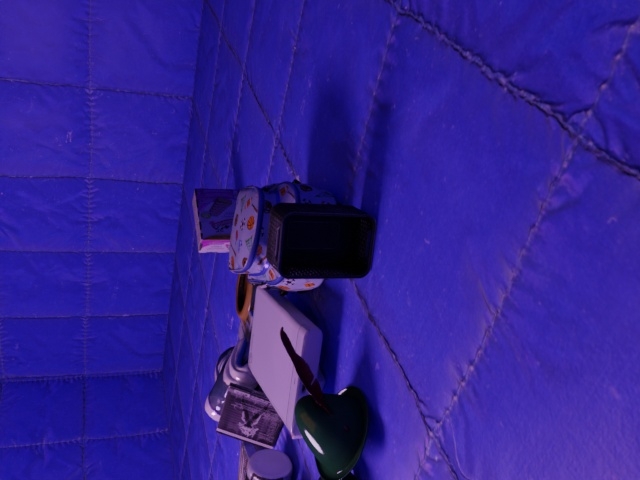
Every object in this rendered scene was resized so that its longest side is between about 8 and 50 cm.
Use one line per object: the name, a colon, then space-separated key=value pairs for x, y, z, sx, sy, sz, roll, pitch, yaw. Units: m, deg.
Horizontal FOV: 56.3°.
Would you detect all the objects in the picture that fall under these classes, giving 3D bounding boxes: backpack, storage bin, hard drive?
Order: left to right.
hard drive: x=-0.092 y=0.258 z=1.387 sx=0.353 sy=0.047 sz=0.233 roll=-151 pitch=66 yaw=-66
backpack: x=-0.074 y=-0.013 z=1.278 sx=0.263 sy=0.213 sz=0.277 roll=-1 pitch=85 yaw=58
storage bin: x=0.000 y=0.000 z=1.095 sx=0.084 sy=0.180 sz=0.122 roll=-145 pitch=58 yaw=-64

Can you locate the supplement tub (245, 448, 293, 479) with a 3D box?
supplement tub: x=-0.137 y=0.639 z=1.515 sx=0.117 sy=0.117 sz=0.190 roll=-131 pitch=46 yaw=-60

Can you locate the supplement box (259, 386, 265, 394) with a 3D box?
supplement box: x=-0.146 y=0.446 z=1.654 sx=0.062 sy=0.036 sz=0.098 roll=121 pitch=145 yaw=-53

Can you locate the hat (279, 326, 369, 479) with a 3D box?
hat: x=-0.033 y=0.318 z=1.104 sx=0.173 sy=0.183 sz=0.208 roll=-53 pitch=24 yaw=21

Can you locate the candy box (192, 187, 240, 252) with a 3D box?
candy box: x=-0.337 y=-0.069 z=1.999 sx=0.071 sy=0.159 sz=0.233 roll=113 pitch=149 yaw=-47

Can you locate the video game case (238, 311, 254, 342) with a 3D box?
video game case: x=-0.239 y=0.275 z=1.932 sx=0.119 sy=0.015 sz=0.166 roll=-120 pitch=37 yaw=-54

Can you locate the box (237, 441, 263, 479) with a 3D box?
box: x=-0.195 y=0.726 z=1.743 sx=0.183 sy=0.056 sz=0.231 roll=-138 pitch=53 yaw=-64

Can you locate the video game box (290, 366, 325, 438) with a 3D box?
video game box: x=-0.056 y=0.327 z=1.416 sx=0.205 sy=0.048 sz=0.187 roll=-119 pitch=34 yaw=-52

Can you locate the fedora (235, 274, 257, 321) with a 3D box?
fedora: x=-0.191 y=0.138 z=1.725 sx=0.194 sy=0.079 sz=0.194 roll=-173 pitch=90 yaw=-70

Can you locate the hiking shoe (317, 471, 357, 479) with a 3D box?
hiking shoe: x=0.023 y=0.582 z=1.116 sx=0.132 sy=0.113 sz=0.304 roll=112 pitch=160 yaw=-66

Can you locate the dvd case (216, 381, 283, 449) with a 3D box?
dvd case: x=-0.182 y=0.471 z=1.587 sx=0.018 sy=0.164 sz=0.221 roll=-72 pitch=1 yaw=-52

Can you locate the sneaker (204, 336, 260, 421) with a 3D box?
sneaker: x=-0.215 y=0.351 z=1.732 sx=0.236 sy=0.130 sz=0.323 roll=-54 pitch=8 yaw=22
